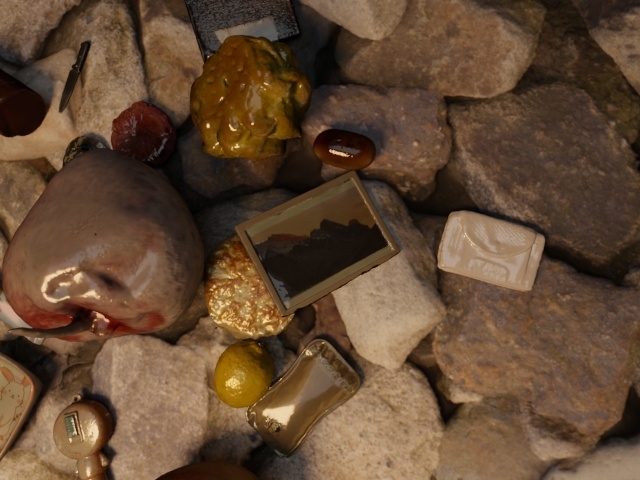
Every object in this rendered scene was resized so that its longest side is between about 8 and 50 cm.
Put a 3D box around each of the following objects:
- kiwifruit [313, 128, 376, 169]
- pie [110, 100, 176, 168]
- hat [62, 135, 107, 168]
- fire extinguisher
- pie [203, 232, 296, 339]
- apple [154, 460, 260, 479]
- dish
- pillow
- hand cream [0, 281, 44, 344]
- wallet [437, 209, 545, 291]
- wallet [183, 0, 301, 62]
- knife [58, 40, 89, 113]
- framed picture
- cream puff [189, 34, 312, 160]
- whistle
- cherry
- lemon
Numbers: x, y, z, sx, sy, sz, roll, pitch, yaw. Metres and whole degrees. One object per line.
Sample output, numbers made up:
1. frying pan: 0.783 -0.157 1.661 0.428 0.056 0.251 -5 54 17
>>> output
1. kiwifruit: 0.047 -0.177 0.818 0.124 0.075 0.076 11 85 10
2. pie: -0.373 -0.217 0.876 0.153 0.038 0.154 -1 82 7
3. hat: -0.503 -0.162 0.876 0.121 0.050 0.121 0 87 6
4. fire extinguisher: -0.758 -0.341 0.890 0.337 0.114 0.136 34 115 7
5. pie: -0.130 0.083 0.798 0.178 0.084 0.206 0 79 -4
6. apple: -0.196 0.498 0.677 0.233 0.257 0.257 6 84 8
7. dish: -0.639 0.330 0.822 0.151 0.077 0.213 28 87 9
8. pillow: -0.035 0.296 0.793 0.217 0.033 0.130 -43 82 -1
9. hand cream: -0.663 0.116 0.866 0.255 0.055 0.088 30 91 1
10. wallet: 0.321 0.018 0.793 0.182 0.032 0.124 16 88 6
11. wallet: -0.178 -0.520 0.884 0.220 0.071 0.263 -17 86 -2
12. knife: -0.543 -0.359 0.921 0.023 0.010 0.171 18 87 6
13. framed picture: 0.000 0.000 0.791 0.265 0.018 0.192 -28 83 -17
14. cream puff: -0.130 -0.255 0.778 0.196 0.244 0.245 -8 82 -32
15. whistle: -0.450 0.405 0.808 0.107 0.057 0.220 -17 85 2
16. cherry: -0.353 0.016 0.725 0.326 0.291 0.335 11 71 29
17. lemon: -0.140 0.242 0.770 0.109 0.109 0.133 31 99 8
